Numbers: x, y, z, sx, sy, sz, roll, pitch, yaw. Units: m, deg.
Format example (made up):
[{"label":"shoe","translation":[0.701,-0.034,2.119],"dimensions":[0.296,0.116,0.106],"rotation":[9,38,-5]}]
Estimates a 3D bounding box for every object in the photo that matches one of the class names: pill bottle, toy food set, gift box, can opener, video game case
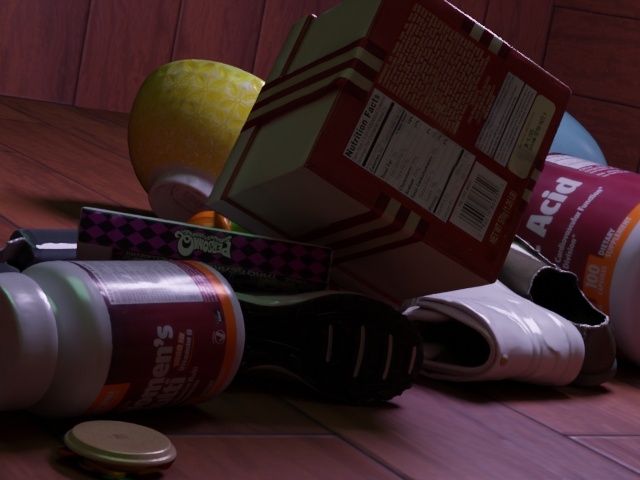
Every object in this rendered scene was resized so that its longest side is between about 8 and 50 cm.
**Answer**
[{"label":"pill bottle","translation":[-0.174,0.075,1.110],"dimensions":[0.121,0.121,0.221],"rotation":[18,12,40]},{"label":"toy food set","translation":[-0.144,0.148,1.013],"dimensions":[0.083,0.020,0.082],"rotation":[18,12,38]},{"label":"gift box","translation":[0.068,-0.069,1.400],"dimensions":[0.276,0.255,0.258],"rotation":[37,-21,-19]},{"label":"can opener","translation":[-0.294,0.035,1.461],"dimensions":[0.093,0.074,0.280],"rotation":[52,28,19]},{"label":"pill bottle","translation":[0.330,0.011,1.804],"dimensions":[0.224,0.224,0.392],"rotation":[5,10,-34]},{"label":"video game case","translation":[-0.120,0.038,1.372],"dimensions":[0.232,0.042,0.210],"rotation":[10,-21,-8]}]

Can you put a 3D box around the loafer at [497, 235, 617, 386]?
[{"label":"loafer","translation":[0.249,0.053,1.593],"dimensions":[0.094,0.087,0.251],"rotation":[-18,45,-27]}]

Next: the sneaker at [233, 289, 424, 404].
[{"label":"sneaker","translation":[-0.035,0.085,1.306],"dimensions":[0.271,0.100,0.108],"rotation":[8,4,-14]}]

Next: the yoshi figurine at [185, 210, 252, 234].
[{"label":"yoshi figurine","translation":[0.037,-0.030,1.616],"dimensions":[0.203,0.362,0.203],"rotation":[63,2,34]}]

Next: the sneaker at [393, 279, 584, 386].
[{"label":"sneaker","translation":[0.120,0.074,1.525],"dimensions":[0.169,0.108,0.292],"rotation":[7,10,-44]}]

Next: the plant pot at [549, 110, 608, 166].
[{"label":"plant pot","translation":[0.343,-0.102,2.404],"dimensions":[0.235,0.293,0.293],"rotation":[22,2,-32]}]

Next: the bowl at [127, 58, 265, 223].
[{"label":"bowl","translation":[-0.159,-0.096,2.017],"dimensions":[0.289,0.289,0.156],"rotation":[13,52,15]}]
